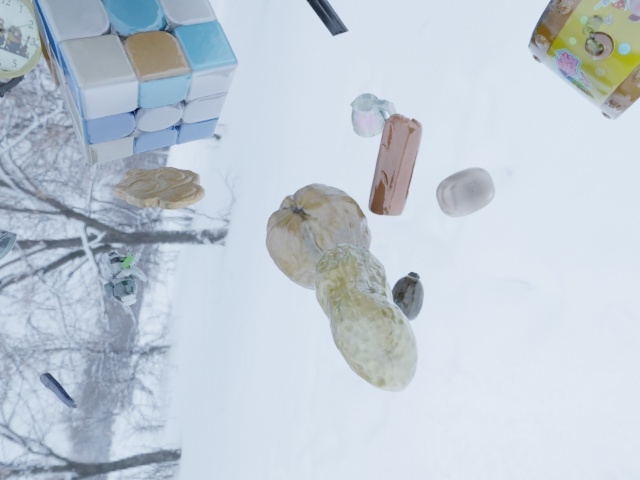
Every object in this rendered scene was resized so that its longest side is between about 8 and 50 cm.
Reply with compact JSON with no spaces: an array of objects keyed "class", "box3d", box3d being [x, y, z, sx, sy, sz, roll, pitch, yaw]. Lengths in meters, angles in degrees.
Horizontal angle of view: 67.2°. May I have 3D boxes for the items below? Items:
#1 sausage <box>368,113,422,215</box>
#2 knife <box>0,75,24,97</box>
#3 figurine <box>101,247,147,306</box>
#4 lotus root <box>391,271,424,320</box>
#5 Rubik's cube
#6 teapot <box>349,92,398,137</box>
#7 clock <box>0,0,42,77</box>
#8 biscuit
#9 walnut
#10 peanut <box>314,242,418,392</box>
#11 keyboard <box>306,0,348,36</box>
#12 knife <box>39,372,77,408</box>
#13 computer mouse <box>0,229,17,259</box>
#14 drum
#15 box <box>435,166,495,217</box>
[{"class":"sausage","box3d":[0.226,-0.226,1.461,0.121,0.121,0.305,-126,43,-63]},{"class":"knife","box3d":[-0.907,-0.434,1.377,0.021,0.045,0.222,-15,46,34]},{"class":"figurine","box3d":[-0.616,0.109,1.493,0.192,0.126,0.147,55,159,28]},{"class":"lotus root","box3d":[0.296,0.209,1.672,0.120,0.120,0.210,-25,46,67]},{"class":"Rubik's cube","box3d":[-0.440,-0.431,1.133,0.345,0.346,0.347,66,154,8]},{"class":"teapot","box3d":[0.235,-0.566,2.194,0.221,0.163,0.178,38,167,29]},{"class":"clock","box3d":[-0.819,-0.540,1.242,0.057,0.236,0.237,-86,10,-72]},{"class":"biscuit","box3d":[-0.562,-0.198,1.688,0.375,0.269,0.051,21,127,32]},{"class":"walnut","box3d":[0.003,0.002,1.451,0.344,0.305,0.306,52,-150,-56]},{"class":"peanut","box3d":[0.074,0.123,0.822,0.313,0.149,0.149,-118,41,-58]},{"class":"keyboard","box3d":[-0.012,-0.556,1.104,0.067,0.202,0.011,16,67,54]},{"class":"knife","box3d":[-0.593,0.340,1.088,0.121,0.018,0.031,37,115,19]},{"class":"computer mouse","box3d":[-0.982,0.050,1.384,0.126,0.231,0.071,14,134,39]},{"class":"drum","box3d":[0.591,-0.430,0.817,0.214,0.431,0.431,49,141,13]},{"class":"box","box3d":[0.475,-0.158,1.576,0.088,0.200,0.146,-177,65,-79]}]
